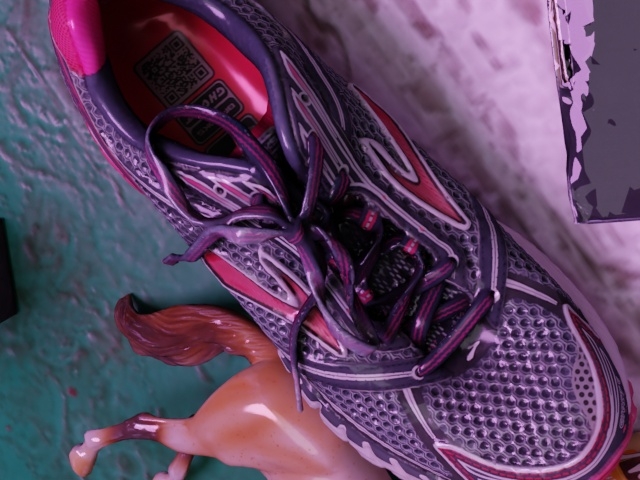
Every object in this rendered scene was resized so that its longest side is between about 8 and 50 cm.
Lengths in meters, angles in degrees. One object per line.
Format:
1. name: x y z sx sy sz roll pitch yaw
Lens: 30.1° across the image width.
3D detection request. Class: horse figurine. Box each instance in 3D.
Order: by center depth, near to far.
1. horse figurine: -0.011 0.129 0.580 0.174 0.066 0.263 -32 93 29

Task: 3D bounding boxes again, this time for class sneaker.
1. sneaker: 0.000 0.000 0.488 0.299 0.112 0.121 40 88 5

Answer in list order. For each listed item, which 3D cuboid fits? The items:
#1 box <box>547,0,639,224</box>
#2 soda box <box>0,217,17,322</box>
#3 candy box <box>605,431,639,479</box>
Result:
1. box: 0.217 -0.162 0.393 0.295 0.073 0.293 -5 105 23
2. soda box: -0.220 0.036 0.577 0.053 0.169 0.060 1 106 20
3. candy box: 0.168 0.255 0.480 0.087 0.183 0.316 -20 98 27
